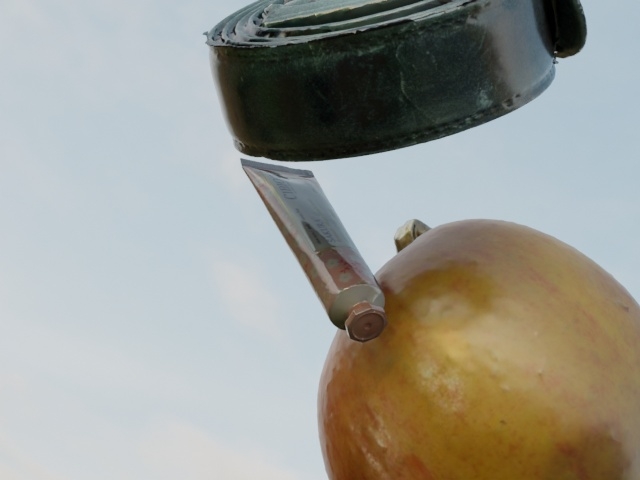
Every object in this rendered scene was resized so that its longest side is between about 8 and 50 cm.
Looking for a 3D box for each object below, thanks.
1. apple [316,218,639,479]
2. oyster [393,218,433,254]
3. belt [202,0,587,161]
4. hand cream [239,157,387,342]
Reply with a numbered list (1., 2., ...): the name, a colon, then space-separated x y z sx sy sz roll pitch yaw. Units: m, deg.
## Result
1. apple: 0.130 0.137 1.401 0.275 0.299 0.299 48 -24 6
2. oyster: 0.168 0.079 1.720 0.204 0.111 0.396 14 -17 7
3. belt: 0.054 -0.131 1.245 0.267 0.206 0.116 -8 -69 17
4. hand cream: 0.000 0.000 1.328 0.067 0.209 0.043 7 -57 -29
